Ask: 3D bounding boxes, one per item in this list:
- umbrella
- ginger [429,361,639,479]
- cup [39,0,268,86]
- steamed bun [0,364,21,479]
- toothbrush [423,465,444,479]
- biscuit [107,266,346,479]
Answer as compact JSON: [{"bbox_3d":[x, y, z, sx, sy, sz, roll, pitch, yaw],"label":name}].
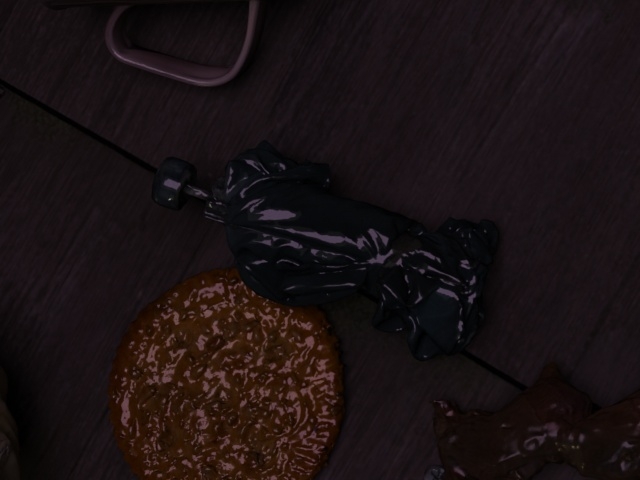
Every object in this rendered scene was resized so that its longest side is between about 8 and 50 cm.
[{"bbox_3d":[0.001,-0.001,1.495,0.349,0.094,0.143,19,65,12],"label":"umbrella"},{"bbox_3d":[0.245,0.170,1.423,0.290,0.084,0.122,-13,58,17],"label":"ginger"},{"bbox_3d":[-0.154,-0.309,1.523,0.273,0.208,0.288,2,82,14],"label":"cup"},{"bbox_3d":[-0.417,0.185,1.522,0.275,0.206,0.320,23,122,17],"label":"steamed bun"},{"bbox_3d":[0.228,0.287,1.431,0.304,0.030,0.030,26,90,19],"label":"toothbrush"},{"bbox_3d":[-0.095,0.151,1.533,0.254,0.035,0.254,-2,82,16],"label":"biscuit"}]
